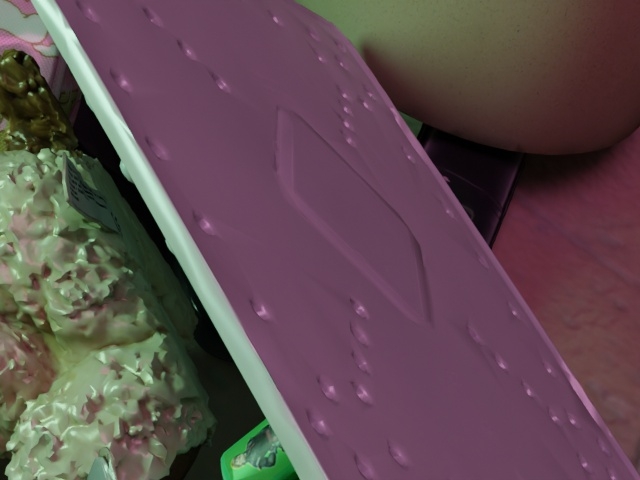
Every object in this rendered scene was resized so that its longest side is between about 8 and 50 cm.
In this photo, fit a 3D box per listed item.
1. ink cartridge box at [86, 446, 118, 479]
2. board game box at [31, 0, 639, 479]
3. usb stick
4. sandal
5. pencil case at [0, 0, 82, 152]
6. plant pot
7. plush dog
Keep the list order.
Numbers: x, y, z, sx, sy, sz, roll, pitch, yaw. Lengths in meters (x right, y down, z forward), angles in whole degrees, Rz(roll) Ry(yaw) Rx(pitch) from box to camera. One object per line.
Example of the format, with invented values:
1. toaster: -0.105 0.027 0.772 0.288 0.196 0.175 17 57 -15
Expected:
1. ink cartridge box: -0.016 0.265 0.642 0.130 0.272 0.309 -8 57 -25
2. board game box: 0.000 0.000 0.794 0.390 0.050 0.390 59 19 23
3. usb stick: 0.066 0.014 1.011 0.077 0.045 0.278 29 50 -4
4. sandal: -0.083 -0.041 0.995 0.097 0.054 0.254 -21 63 -30
5. pencil case: -0.330 -0.107 0.896 0.386 0.160 0.167 11 53 -11
6. plant pot: 0.138 -0.222 1.089 0.284 0.191 0.284 13 41 -11
7. plush dog: -0.194 0.045 0.778 0.225 0.211 0.262 -28 19 0
